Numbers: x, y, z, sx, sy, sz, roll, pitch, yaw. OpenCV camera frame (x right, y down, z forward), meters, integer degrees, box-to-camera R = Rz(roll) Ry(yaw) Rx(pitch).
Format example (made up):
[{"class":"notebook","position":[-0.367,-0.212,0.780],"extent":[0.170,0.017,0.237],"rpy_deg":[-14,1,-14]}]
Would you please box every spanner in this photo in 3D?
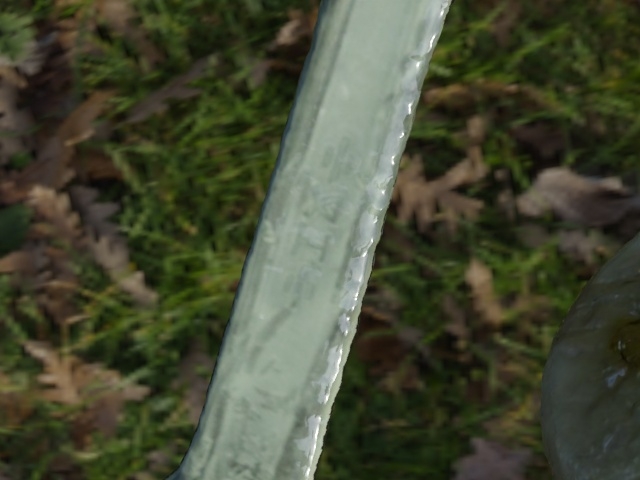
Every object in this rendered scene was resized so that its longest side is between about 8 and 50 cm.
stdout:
[{"class":"spanner","position":[0.000,0.000,0.546],"extent":[0.071,0.302,0.017],"rpy_deg":[22,29,8]}]

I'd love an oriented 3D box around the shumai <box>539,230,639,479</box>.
[{"class":"shumai","position":[0.178,0.064,0.703],"extent":[0.201,0.201,0.120],"rpy_deg":[-52,132,-22]}]
